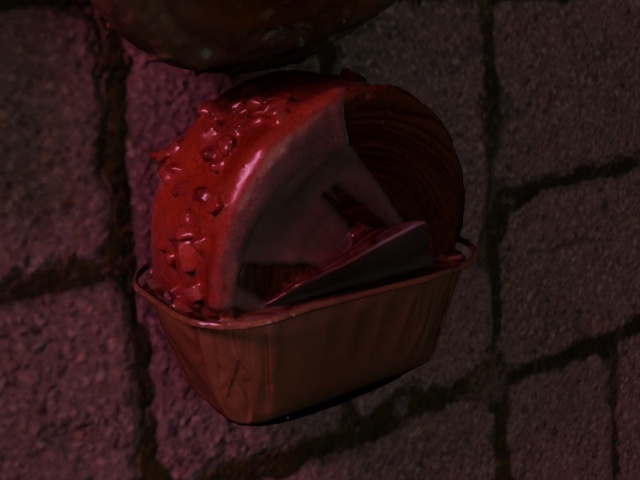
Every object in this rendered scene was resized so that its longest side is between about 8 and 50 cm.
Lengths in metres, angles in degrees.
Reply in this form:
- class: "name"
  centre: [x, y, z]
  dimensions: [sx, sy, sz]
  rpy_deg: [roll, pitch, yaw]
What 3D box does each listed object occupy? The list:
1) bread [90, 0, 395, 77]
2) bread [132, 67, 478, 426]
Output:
- class: "bread"
  centre: [-0.020, -0.226, 0.478]
  dimensions: [0.306, 0.158, 0.305]
  rpy_deg: [-35, 159, -16]
- class: "bread"
  centre: [0.000, 0.000, 0.586]
  dimensions: [0.224, 0.142, 0.211]
  rpy_deg: [-14, 119, -34]
